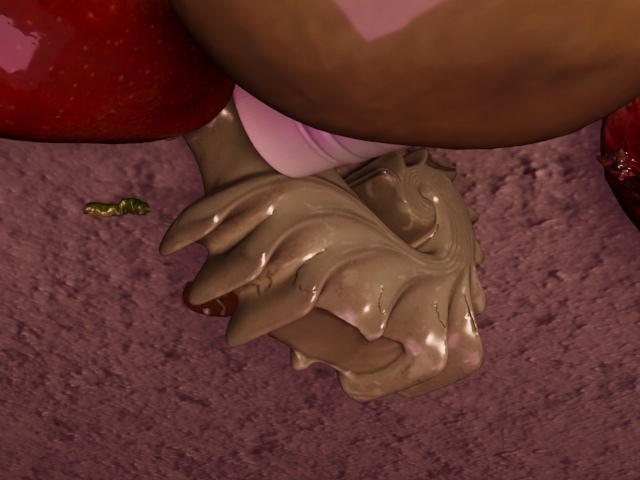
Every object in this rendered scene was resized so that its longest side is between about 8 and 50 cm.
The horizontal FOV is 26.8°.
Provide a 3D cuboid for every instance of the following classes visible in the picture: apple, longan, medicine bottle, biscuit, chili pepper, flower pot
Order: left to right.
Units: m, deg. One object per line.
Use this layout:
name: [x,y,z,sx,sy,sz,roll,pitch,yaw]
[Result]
apple: [-0.192,-0.202,0.961,0.288,0.288,0.317,-23,154,38]
chili pepper: [-0.226,-0.035,1.513,0.083,0.022,0.027,-1,152,16]
biscuit: [-0.073,0.076,1.685,0.205,0.031,0.138,1,150,7]
flower pot: [0.000,0.000,1.320,0.367,0.254,0.164,25,144,-34]
medicine bottle: [0.065,-0.155,1.143,0.254,0.152,0.152,-17,144,30]
longan: [0.070,-0.214,0.784,0.361,0.361,0.361,3,150,1]

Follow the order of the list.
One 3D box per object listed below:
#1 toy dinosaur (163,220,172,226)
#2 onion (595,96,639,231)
toy dinosaur: [-0.062,-0.007,1.533,0.212,0.057,0.142,14,170,5]
onion: [0.399,-0.085,1.200,0.273,0.285,0.273,32,140,32]
